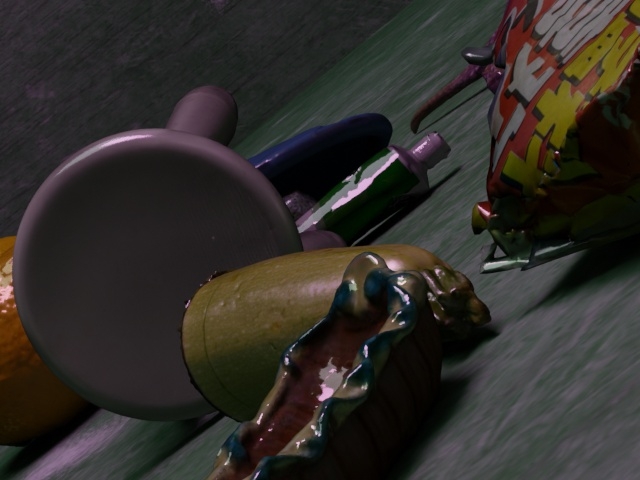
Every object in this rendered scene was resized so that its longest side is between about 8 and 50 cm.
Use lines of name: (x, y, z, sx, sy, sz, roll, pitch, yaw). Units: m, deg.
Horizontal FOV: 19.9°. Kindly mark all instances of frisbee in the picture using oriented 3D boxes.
frisbee: (-0.065, -0.033, 1.593, 0.289, 0.049, 0.289, -34, -10, -7)

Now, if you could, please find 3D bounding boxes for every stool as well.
stool: (-0.099, 0.014, 1.282, 0.195, 0.195, 0.198, -37, 2, 8)

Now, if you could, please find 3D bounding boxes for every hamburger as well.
hamburger: (0.187, -0.109, 0.899, 0.260, 0.150, 0.276, -53, 20, 38)

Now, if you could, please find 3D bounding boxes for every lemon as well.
lemon: (-0.278, 0.094, 1.670, 0.187, 0.187, 0.244, -46, -20, -47)

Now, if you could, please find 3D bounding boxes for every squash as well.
squash: (0.017, 0.046, 0.988, 0.094, 0.094, 0.224, -43, 17, -34)

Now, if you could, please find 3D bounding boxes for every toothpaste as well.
toothpaste: (0.000, 0.000, 1.418, 0.248, 0.047, 0.078, -39, -23, 3)

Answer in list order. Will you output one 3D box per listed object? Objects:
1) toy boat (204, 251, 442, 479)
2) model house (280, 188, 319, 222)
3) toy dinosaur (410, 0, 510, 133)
toy boat: (-0.036, 0.102, 0.803, 0.108, 0.099, 0.293, -31, 3, 43)
model house: (-0.034, -0.003, 1.470, 0.083, 0.078, 0.066, -35, 10, 13)
toy dinosaur: (0.172, -0.188, 1.656, 0.200, 0.072, 0.251, -50, 20, -8)
